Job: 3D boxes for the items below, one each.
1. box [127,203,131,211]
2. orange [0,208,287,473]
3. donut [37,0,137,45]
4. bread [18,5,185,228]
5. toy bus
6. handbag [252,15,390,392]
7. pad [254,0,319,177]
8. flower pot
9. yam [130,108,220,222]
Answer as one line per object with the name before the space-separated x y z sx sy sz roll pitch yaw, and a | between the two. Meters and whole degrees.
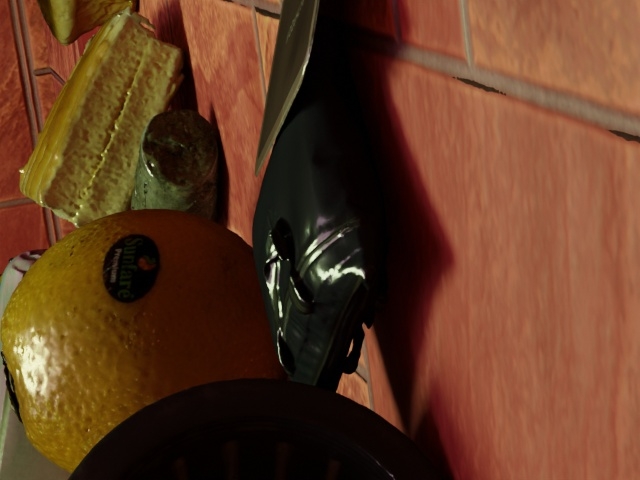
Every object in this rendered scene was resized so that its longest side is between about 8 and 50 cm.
box | -0.217 0.039 2.261 0.197 0.089 0.313 -132 35 -64
orange | -0.163 0.101 1.645 0.274 0.274 0.274 170 90 -78
donut | -0.331 -0.426 2.283 0.330 0.160 0.330 159 90 -82
bread | -0.252 -0.138 2.035 0.246 0.111 0.239 -66 16 -2
toy bus | -0.331 0.192 2.184 0.162 0.171 0.386 148 129 -66
handbag | 0.000 0.000 1.263 0.254 0.089 0.211 106 160 -56
pad | -0.018 -0.157 1.261 0.266 0.002 0.176 124 156 -73
flower pot | -0.045 0.290 1.299 0.330 0.294 0.293 92 164 -66
yam | -0.156 -0.053 1.900 0.183 0.107 0.107 99 157 -53
